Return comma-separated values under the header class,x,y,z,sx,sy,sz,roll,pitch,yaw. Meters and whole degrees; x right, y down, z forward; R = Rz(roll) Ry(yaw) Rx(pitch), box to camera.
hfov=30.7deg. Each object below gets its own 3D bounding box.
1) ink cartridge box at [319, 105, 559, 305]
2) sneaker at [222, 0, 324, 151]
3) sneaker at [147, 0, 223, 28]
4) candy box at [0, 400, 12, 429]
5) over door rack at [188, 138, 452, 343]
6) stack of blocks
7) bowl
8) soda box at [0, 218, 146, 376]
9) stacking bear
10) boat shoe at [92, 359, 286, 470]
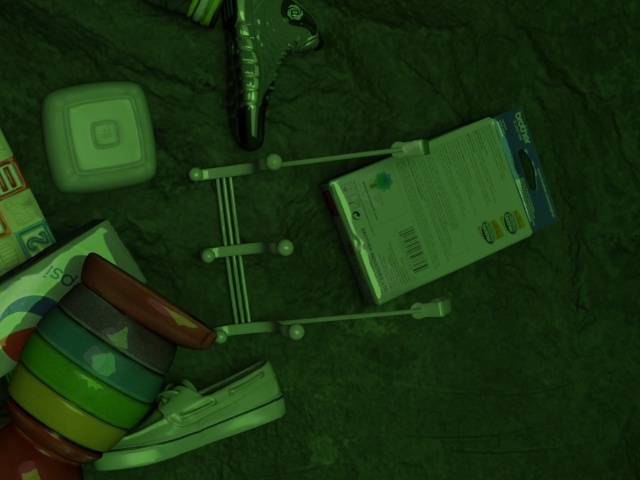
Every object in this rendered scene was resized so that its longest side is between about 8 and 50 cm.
class,x,y,z,sx,sy,sz,roll,pitch,yaw
ink cartridge box,0.172,-0.053,1.643,0.311,0.065,0.185,-23,98,-15
sneaker,-0.055,-0.234,1.548,0.132,0.086,0.228,-4,91,-22
sneaker,-0.164,-0.431,1.494,0.121,0.111,0.299,9,86,-15
candy box,-0.339,0.359,1.405,0.088,0.183,0.316,-28,100,-20
over door rack,0.000,0.000,1.514,0.324,0.108,0.239,-7,95,2
stack of blocks,-0.409,0.029,1.425,0.171,0.087,0.297,-28,100,-17
bowl,-0.280,-0.133,1.486,0.142,0.053,0.142,-10,94,-18
soda box,-0.350,0.086,1.348,0.286,0.098,0.091,-34,103,-18
stacking bear,-0.263,0.174,1.260,0.164,0.175,0.289,34,85,-10
boat shoe,-0.173,0.223,1.510,0.268,0.096,0.088,-16,92,-20
